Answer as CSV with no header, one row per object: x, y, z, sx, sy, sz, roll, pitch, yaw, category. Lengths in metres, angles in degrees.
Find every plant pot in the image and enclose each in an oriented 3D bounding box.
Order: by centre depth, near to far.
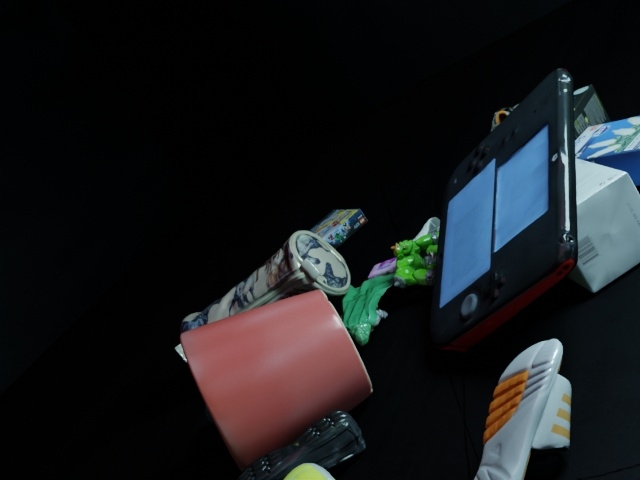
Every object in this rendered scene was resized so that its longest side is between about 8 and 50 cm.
-0.063,0.219,1.307,0.243,0.275,0.275,-26,15,-6,plant pot

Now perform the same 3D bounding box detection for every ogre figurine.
0.203,0.041,1.562,0.118,0.097,0.197,-14,45,15,ogre figurine

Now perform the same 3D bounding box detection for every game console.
0.283,-0.040,1.258,0.342,0.060,0.387,124,161,-52,game console

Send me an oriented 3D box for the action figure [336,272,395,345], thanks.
0.084,0.141,1.549,0.137,0.064,0.232,-28,13,16,action figure

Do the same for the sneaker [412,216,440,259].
0.219,0.002,1.708,0.061,0.054,0.152,-24,19,42,sneaker

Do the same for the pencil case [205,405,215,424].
-0.172,0.333,1.498,0.064,0.070,0.151,-2,4,-18,pencil case

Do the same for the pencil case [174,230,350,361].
-0.122,0.136,1.691,0.410,0.160,0.183,-37,5,30,pencil case

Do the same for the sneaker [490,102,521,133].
0.476,-0.289,1.948,0.100,0.108,0.271,-27,16,32,sneaker

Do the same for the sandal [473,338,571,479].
0.241,0.245,0.934,0.265,0.076,0.102,-65,13,-23,sandal

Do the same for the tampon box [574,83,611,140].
0.526,-0.240,1.707,0.120,0.101,0.161,-16,24,46,tampon box

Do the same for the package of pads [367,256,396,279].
0.146,0.064,1.709,0.083,0.032,0.050,-23,20,34,package of pads

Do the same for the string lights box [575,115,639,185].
0.567,-0.161,1.438,0.133,0.077,0.259,-43,18,-24,string lights box

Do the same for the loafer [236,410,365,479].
-0.034,0.339,1.173,0.223,0.078,0.076,-32,12,-6,loafer

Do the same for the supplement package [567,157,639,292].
0.408,-0.036,1.279,0.133,0.139,0.244,-34,14,1,supplement package

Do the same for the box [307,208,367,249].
0.000,0.000,2.168,0.233,0.044,0.159,-40,17,-20,box

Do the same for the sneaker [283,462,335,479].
-0.068,0.395,0.957,0.145,0.147,0.385,-28,16,27,sneaker
